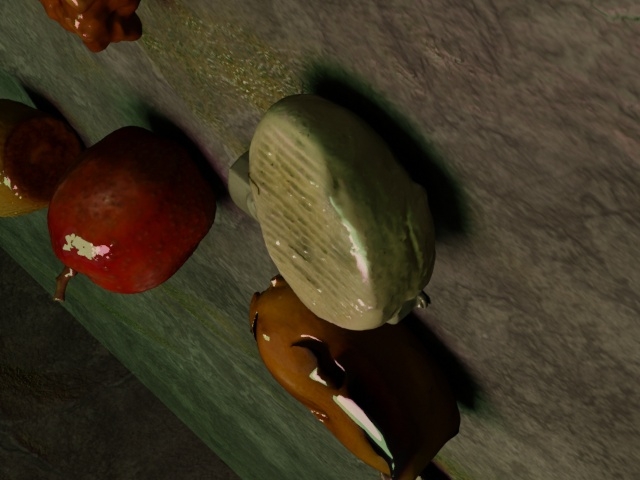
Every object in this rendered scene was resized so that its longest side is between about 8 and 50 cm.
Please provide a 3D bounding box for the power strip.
[{"bbox_3d":[0.002,-0.002,1.459,0.286,0.048,0.080,38,162,23],"label":"power strip"}]

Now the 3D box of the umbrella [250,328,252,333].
[{"bbox_3d":[-0.074,0.158,2.025,0.040,0.037,0.144,50,173,43],"label":"umbrella"}]

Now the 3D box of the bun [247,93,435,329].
[{"bbox_3d":[0.027,-0.026,1.218,0.210,0.116,0.237,33,144,45],"label":"bun"}]

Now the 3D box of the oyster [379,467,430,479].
[{"bbox_3d":[0.134,0.354,1.940,0.105,0.056,0.177,58,160,-14],"label":"oyster"}]

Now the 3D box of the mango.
[{"bbox_3d":[0.039,0.149,1.526,0.287,0.152,0.201,47,160,-3],"label":"mango"}]

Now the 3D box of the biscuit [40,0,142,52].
[{"bbox_3d":[-0.306,-0.358,1.282,0.312,0.110,0.318,43,163,21],"label":"biscuit"}]

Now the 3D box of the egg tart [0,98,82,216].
[{"bbox_3d":[-0.483,-0.135,2.117,0.147,0.202,0.202,1,134,51],"label":"egg tart"}]

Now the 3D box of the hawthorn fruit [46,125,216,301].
[{"bbox_3d":[-0.260,-0.022,1.685,0.205,0.253,0.205,39,163,14],"label":"hawthorn fruit"}]
